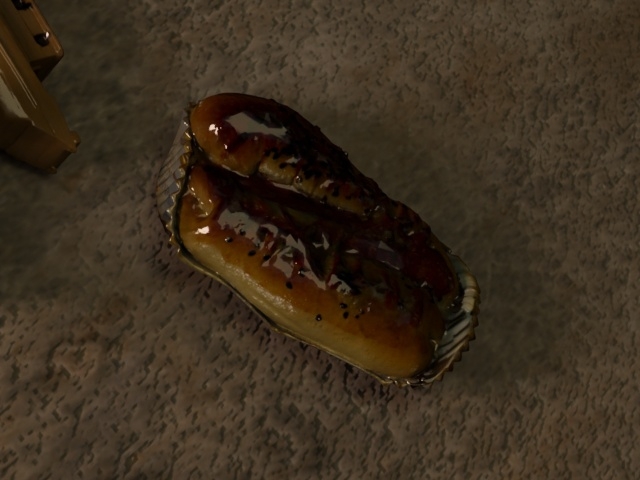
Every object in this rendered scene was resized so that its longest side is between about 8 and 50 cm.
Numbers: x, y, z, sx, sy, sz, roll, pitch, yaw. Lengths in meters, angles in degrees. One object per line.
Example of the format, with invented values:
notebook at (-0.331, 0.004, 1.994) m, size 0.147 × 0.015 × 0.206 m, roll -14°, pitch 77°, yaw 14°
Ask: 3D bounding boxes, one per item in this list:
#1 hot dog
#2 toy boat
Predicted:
hot dog at (0.000, 0.000, 1.301) m, size 0.270 × 0.082 × 0.163 m, roll 34°, pitch 51°, yaw -13°
toy boat at (-0.227, -0.138, 1.249) m, size 0.077 × 0.057 × 0.200 m, roll -19°, pitch 75°, yaw -46°
